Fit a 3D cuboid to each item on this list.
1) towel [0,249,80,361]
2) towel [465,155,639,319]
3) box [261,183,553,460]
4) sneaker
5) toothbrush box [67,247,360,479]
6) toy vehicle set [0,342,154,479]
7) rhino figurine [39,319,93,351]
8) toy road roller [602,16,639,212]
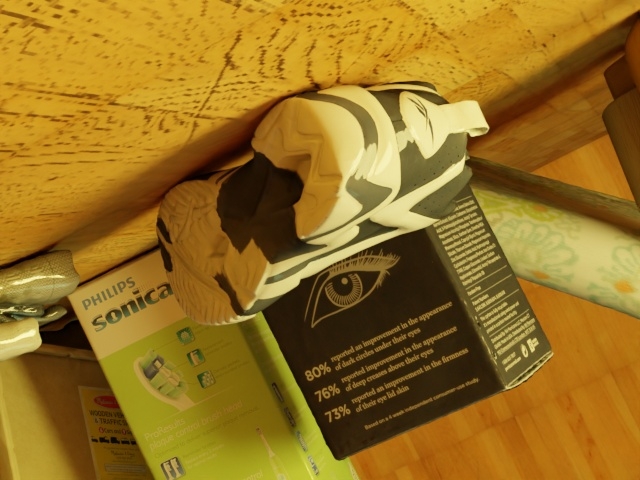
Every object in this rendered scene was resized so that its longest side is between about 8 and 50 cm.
[{"bbox_3d":[-0.324,0.115,0.832,0.324,0.056,0.312,-24,176,-38],"label":"towel"},{"bbox_3d":[0.262,-0.004,1.476,0.321,0.090,0.374,16,-170,11],"label":"towel"},{"bbox_3d":[0.046,0.030,0.996,0.153,0.207,0.108,-27,177,29],"label":"box"},{"bbox_3d":[0.009,-0.026,0.806,0.153,0.094,0.235,-14,160,-34],"label":"sneaker"},{"bbox_3d":[-0.075,0.142,1.156,0.122,0.283,0.206,-25,178,6],"label":"toothbrush box"},{"bbox_3d":[-0.182,0.179,1.184,0.035,0.166,0.267,-29,153,29],"label":"toy vehicle set"},{"bbox_3d":[-0.283,0.130,1.230,0.243,0.073,0.106,-21,178,-44],"label":"rhino figurine"},{"bbox_3d":[0.337,-0.113,1.164,0.241,0.202,0.329,-9,163,-33],"label":"toy road roller"}]
